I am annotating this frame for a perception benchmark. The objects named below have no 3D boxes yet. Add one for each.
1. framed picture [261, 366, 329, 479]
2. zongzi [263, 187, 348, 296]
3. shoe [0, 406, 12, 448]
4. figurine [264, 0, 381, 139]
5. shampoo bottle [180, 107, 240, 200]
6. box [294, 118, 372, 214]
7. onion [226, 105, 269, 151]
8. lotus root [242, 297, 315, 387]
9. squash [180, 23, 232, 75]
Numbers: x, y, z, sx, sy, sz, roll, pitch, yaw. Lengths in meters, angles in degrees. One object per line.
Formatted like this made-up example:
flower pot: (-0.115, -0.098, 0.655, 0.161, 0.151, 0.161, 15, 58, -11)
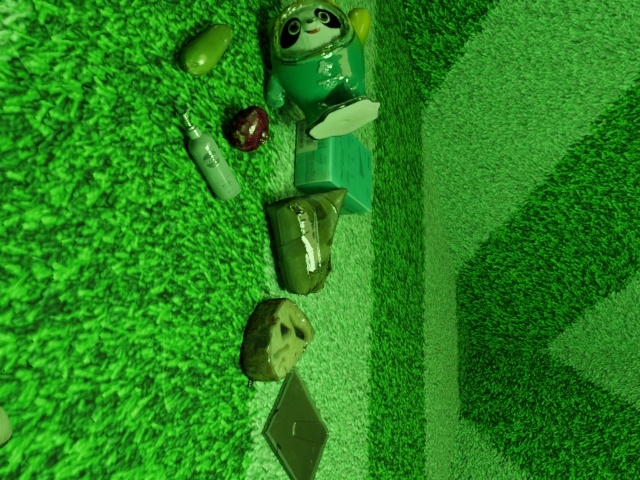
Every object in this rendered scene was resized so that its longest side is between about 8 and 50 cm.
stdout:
framed picture: (-0.052, 0.479, 1.363, 0.209, 0.019, 0.281, -63, 140, -49)
zongzi: (0.000, 0.000, 1.394, 0.274, 0.125, 0.250, -18, 104, -48)
shoe: (-0.445, 0.150, 0.483, 0.336, 0.132, 0.170, 3, 78, -67)
figurine: (0.001, -0.444, 1.374, 0.231, 0.324, 0.340, 67, 4, -79)
shampoo bottle: (-0.225, -0.169, 1.086, 0.195, 0.056, 0.056, 63, 33, -37)
box: (0.046, -0.209, 1.592, 0.311, 0.118, 0.205, 26, 64, -60)
onion: (-0.154, -0.244, 1.203, 0.107, 0.097, 0.107, -52, 170, -13)
lotus root: (-0.096, 0.220, 1.265, 0.260, 0.075, 0.170, -49, 126, -58)
squash: (-0.228, -0.396, 1.119, 0.201, 0.066, 0.066, -70, 145, -48)
